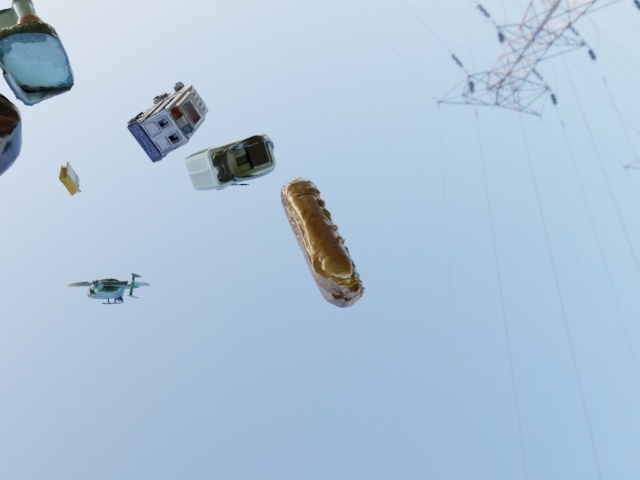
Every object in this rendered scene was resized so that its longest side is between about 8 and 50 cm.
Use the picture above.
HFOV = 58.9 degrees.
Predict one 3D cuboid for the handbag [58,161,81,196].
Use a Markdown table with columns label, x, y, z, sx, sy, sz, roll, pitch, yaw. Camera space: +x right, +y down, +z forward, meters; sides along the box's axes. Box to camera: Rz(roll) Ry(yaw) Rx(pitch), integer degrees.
| label | x | y | z | sx | sy | sz | roll | pitch | yaw |
| --- | --- | --- | --- | --- | --- | --- | --- | --- | --- |
| handbag | -0.627 | -0.156 | 1.422 | 0.027 | 0.061 | 0.083 | -26 | -142 | -4 |

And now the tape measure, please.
| label | x | y | z | sx | sy | sz | roll | pitch | yaw |
| --- | --- | --- | --- | --- | --- | --- | --- | --- | --- |
| tape measure | -0.190 | -0.179 | 1.321 | 0.207 | 0.235 | 0.115 | -21 | -78 | -28 |

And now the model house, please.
| label | x | y | z | sx | sy | sz | roll | pitch | yaw |
| --- | --- | --- | --- | --- | --- | --- | --- | --- | --- |
| model house | -0.861 | -0.584 | 1.632 | 0.184 | 0.253 | 0.291 | -28 | -110 | -16 |

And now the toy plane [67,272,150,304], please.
| label | x | y | z | sx | sy | sz | roll | pitch | yaw |
| --- | --- | --- | --- | --- | --- | --- | --- | --- | --- |
| toy plane | -0.513 | 0.115 | 1.405 | 0.235 | 0.096 | 0.060 | -5 | -116 | 25 |

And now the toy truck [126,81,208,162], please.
| label | x | y | z | sx | sy | sz | roll | pitch | yaw |
| --- | --- | --- | --- | --- | --- | --- | --- | --- | --- |
| toy truck | -0.384 | -0.326 | 1.501 | 0.124 | 0.155 | 0.268 | 58 | -157 | -26 |

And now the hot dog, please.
| label | x | y | z | sx | sy | sz | roll | pitch | yaw |
| --- | --- | --- | --- | --- | --- | --- | --- | --- | --- |
| hot dog | 0.000 | 0.000 | 0.578 | 0.045 | 0.071 | 0.165 | -23 | -134 | -3 |

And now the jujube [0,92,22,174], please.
| label | x | y | z | sx | sy | sz | roll | pitch | yaw |
| --- | --- | --- | --- | --- | --- | --- | --- | --- | --- |
| jujube | -0.900 | -0.236 | 1.378 | 0.258 | 0.376 | 0.258 | 52 | -160 | -27 |
